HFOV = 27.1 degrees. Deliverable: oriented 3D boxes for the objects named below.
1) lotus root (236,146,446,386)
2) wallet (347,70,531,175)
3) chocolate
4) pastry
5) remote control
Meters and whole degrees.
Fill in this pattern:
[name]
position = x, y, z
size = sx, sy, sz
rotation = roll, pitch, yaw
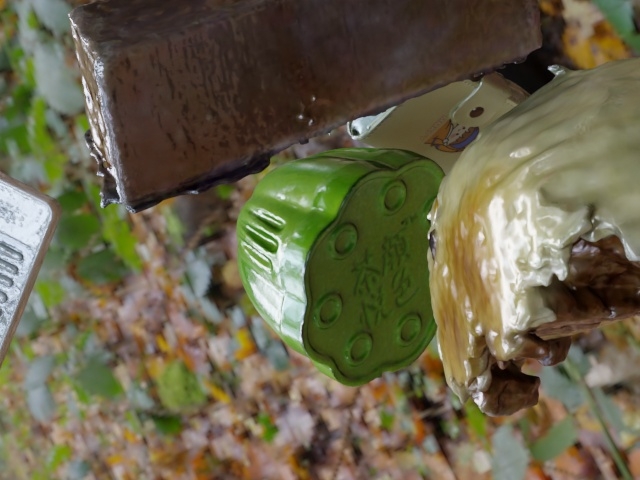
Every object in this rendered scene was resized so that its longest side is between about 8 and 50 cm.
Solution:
[lotus root]
position = 0.000, 0.000, 1.029
size = 0.186, 0.186, 0.186
rotation = 56, 161, 32
[wallet]
position = 0.109, -0.110, 1.143
size = 0.110, 0.155, 0.039
rotation = -41, 55, 26
[chocolate]
position = -0.016, -0.137, 0.874
size = 0.112, 0.321, 0.112
rotation = -125, 17, -47
[pastry]
position = 0.173, -0.020, 0.737
size = 0.256, 0.236, 0.170
rotation = 118, 134, -74
[remote control]
position = -0.352, 0.053, 1.359
size = 0.103, 0.250, 0.034
rotation = 27, -166, 6
